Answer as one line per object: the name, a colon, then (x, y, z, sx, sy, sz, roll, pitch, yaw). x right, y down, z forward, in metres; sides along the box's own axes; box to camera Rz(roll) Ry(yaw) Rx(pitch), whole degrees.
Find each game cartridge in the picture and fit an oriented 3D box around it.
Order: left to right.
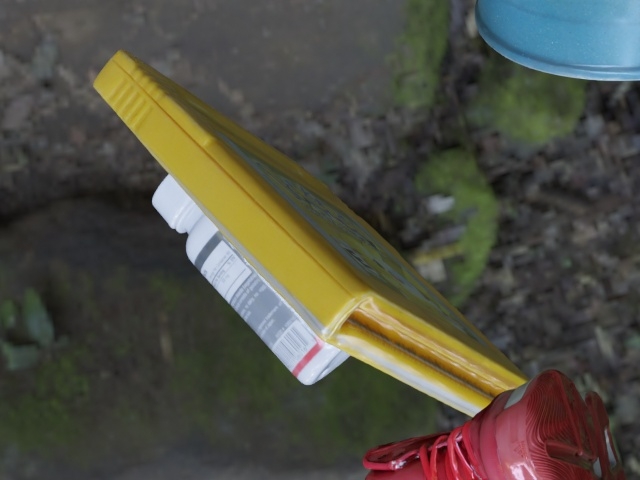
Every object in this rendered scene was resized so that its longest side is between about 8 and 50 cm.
game cartridge: (0.000, 0.000, 1.268, 0.053, 0.324, 0.285, -49, 143, 8)

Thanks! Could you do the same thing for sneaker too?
sneaker: (0.076, 0.122, 0.805, 0.128, 0.087, 0.221, -19, 164, 13)

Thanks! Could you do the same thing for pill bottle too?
pill bottle: (-0.052, 0.014, 1.930, 0.161, 0.283, 0.161, -41, 172, -7)

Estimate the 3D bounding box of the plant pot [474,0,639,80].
plant pot: (0.258, -0.310, 1.403, 0.271, 0.272, 0.255, -10, 124, -3)
